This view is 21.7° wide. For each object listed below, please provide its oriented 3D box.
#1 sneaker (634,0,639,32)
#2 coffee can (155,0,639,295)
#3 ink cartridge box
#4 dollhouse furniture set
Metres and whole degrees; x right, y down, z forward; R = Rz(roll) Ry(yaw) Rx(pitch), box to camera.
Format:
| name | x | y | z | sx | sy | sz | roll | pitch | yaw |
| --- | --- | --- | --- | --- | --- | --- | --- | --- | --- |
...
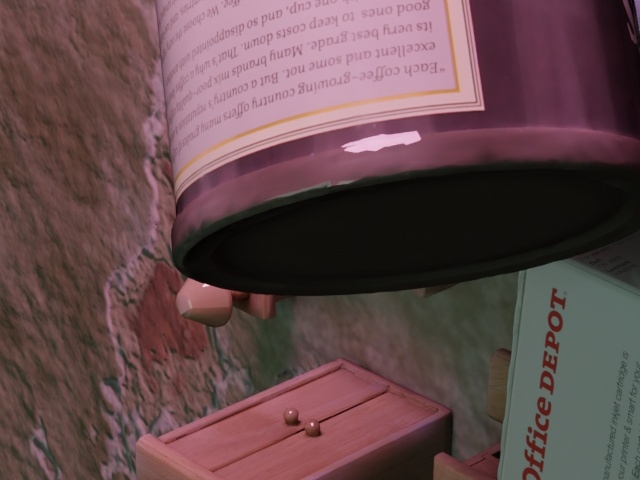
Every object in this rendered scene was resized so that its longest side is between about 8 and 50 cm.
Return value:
| name | x | y | z | sx | sy | sz | roll | pitch | yaw |
| --- | --- | --- | --- | --- | --- | --- | --- | --- | --- |
| sneaker | 0.158 | -0.105 | 0.807 | 0.366 | 0.135 | 0.150 | 38 | 108 | 33 |
| coffee can | 0.025 | -0.132 | 0.702 | 0.201 | 0.201 | 0.275 | -23 | 69 | 51 |
| ink cartridge box | 0.205 | 0.097 | 0.839 | 0.219 | 0.092 | 0.160 | 28 | 125 | 39 |
| dollhouse furniture set | 0.000 | 0.000 | 0.970 | 0.303 | 0.173 | 0.356 | 23 | 123 | 41 |
